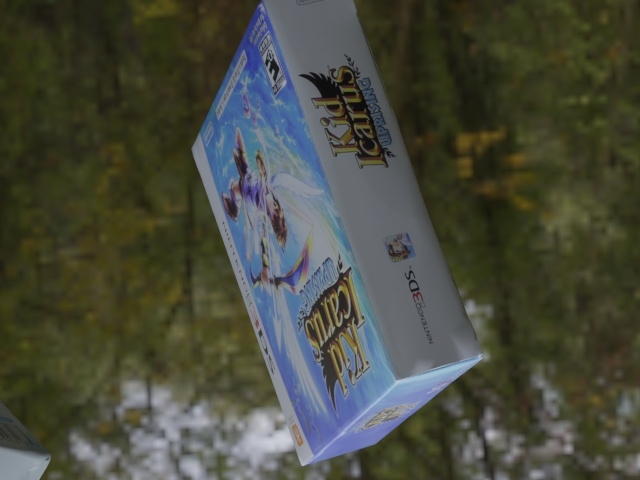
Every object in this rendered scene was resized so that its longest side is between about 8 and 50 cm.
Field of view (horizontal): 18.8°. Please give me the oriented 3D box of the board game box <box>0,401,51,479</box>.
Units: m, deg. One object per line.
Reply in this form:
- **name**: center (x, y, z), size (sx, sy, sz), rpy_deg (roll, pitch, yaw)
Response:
- **board game box**: center (-0.315, 0.051, 0.997), size (0.224, 0.097, 0.303), rpy_deg (23, -168, -47)

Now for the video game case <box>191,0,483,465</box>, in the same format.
- **video game case**: center (0.000, 0.000, 1.233), size (0.061, 0.244, 0.269), rpy_deg (-17, 167, -17)
